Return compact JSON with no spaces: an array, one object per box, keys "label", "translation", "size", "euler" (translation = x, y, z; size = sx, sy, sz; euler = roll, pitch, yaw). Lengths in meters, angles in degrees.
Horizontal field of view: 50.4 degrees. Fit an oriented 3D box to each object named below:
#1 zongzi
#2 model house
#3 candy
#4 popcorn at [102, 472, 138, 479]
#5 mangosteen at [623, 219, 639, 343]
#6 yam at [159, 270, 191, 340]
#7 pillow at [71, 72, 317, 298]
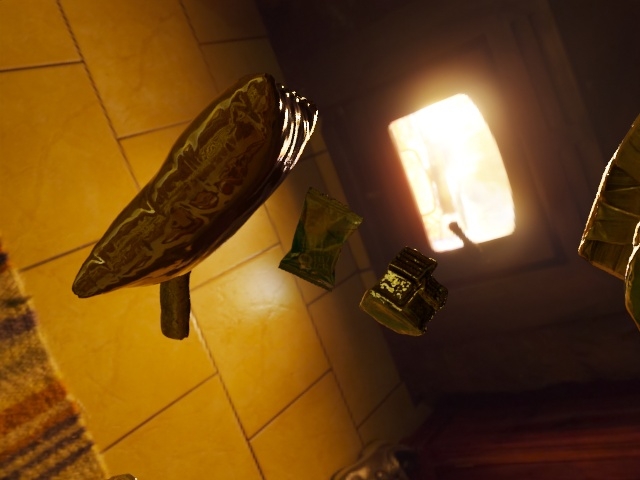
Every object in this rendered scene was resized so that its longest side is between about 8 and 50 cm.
[{"label":"zongzi","translation":[0.523,-0.110,1.021],"size":[0.274,0.145,0.300],"euler":[-30,131,-38]},{"label":"model house","translation":[0.175,0.097,1.329],"size":[0.152,0.165,0.106],"euler":[-50,153,-16]},{"label":"candy","translation":[0.001,0.001,0.968],"size":[0.088,0.136,0.038],"euler":[26,22,7]},{"label":"popcorn","translation":[-0.393,0.593,1.194],"size":[0.349,0.382,0.349],"euler":[21,29,-13]},{"label":"mangosteen","translation":[0.281,0.040,0.353],"size":[0.243,0.243,0.243],"euler":[23,59,-45]},{"label":"yam","translation":[-0.246,0.052,1.161],"size":[0.061,0.061,0.253],"euler":[-21,124,-53]},{"label":"pillow","translation":[-0.128,-0.062,0.810],"size":[0.108,0.305,0.308],"euler":[43,9,1]}]
